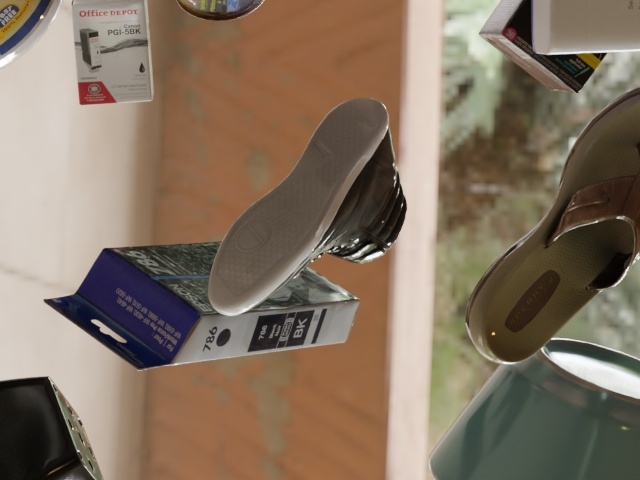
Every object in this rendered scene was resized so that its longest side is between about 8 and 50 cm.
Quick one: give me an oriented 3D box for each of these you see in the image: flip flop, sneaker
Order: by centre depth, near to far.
[{"bbox_3d":[0.230,-0.005,1.649,0.277,0.112,0.080,-50,-155,3],"label":"flip flop"},{"bbox_3d":[0.000,0.000,2.069,0.296,0.104,0.147,-53,138,-27],"label":"sneaker"}]

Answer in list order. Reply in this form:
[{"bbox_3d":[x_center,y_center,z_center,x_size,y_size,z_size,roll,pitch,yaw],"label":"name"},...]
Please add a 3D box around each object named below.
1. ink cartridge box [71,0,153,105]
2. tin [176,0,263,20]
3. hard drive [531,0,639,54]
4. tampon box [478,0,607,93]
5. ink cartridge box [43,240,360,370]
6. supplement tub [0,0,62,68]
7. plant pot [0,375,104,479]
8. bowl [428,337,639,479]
[{"bbox_3d":[-0.271,-0.250,2.558,0.056,0.099,0.135,-100,-174,-73],"label":"ink cartridge box"},{"bbox_3d":[-0.110,-0.315,2.162,0.190,0.106,0.040,98,-16,-55],"label":"tin"},{"bbox_3d":[0.319,-0.257,1.533,0.040,0.318,0.210,-154,-118,-72],"label":"hard drive"},{"bbox_3d":[0.286,-0.270,2.285,0.161,0.120,0.101,-55,-166,-1],"label":"tampon box"},{"bbox_3d":[-0.123,0.064,2.138,0.332,0.165,0.065,-6,121,-50],"label":"ink cartridge box"},{"bbox_3d":[-0.453,-0.347,2.198,0.316,0.228,0.228,48,43,-53],"label":"supplement tub"},{"bbox_3d":[-0.357,0.266,2.307,0.187,0.167,0.188,63,-1,33],"label":"plant pot"},{"bbox_3d":[0.287,0.210,2.072,0.311,0.311,0.163,-40,149,-75],"label":"bowl"}]
